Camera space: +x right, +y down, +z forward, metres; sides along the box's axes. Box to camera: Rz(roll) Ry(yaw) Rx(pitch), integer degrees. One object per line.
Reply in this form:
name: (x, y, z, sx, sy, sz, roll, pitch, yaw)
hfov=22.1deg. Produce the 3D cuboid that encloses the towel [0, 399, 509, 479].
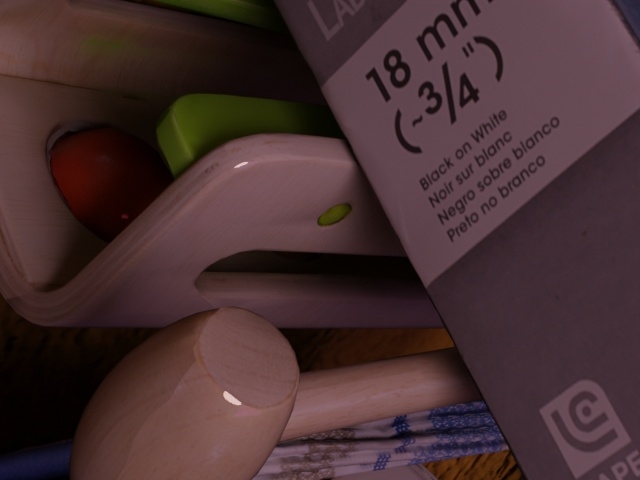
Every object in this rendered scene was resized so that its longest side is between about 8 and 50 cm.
towel: (-0.037, 0.085, 0.669, 0.285, 0.209, 0.034, -1, 79, -46)

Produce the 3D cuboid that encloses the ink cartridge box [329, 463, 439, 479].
ink cartridge box: (0.024, 0.285, 0.950, 0.226, 0.131, 0.306, -40, 147, -13)

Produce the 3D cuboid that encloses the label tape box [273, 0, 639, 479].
label tape box: (0.105, -0.084, 0.548, 0.240, 0.334, 0.106, -3, 149, -47)

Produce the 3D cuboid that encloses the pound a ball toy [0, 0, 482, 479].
pound a ball toy: (0.000, 0.000, 0.572, 0.319, 0.208, 0.136, 2, 145, -50)
